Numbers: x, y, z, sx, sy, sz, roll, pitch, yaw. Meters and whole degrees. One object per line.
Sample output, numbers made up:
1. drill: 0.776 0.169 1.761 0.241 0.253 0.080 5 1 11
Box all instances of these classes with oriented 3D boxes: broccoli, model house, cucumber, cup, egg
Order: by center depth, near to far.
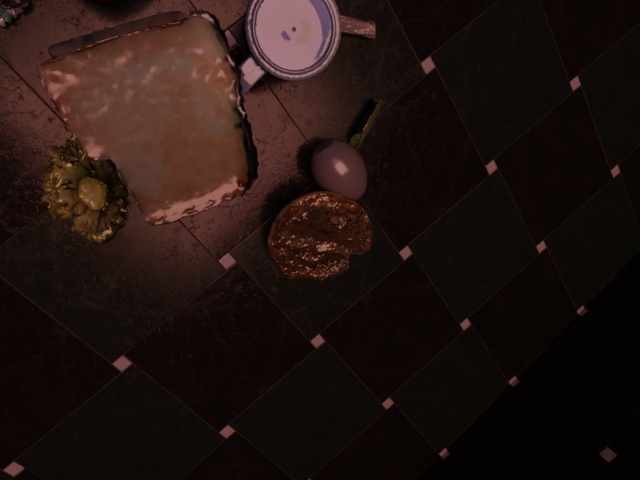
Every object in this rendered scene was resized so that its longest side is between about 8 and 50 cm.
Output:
1. model house: -0.409 -0.338 1.095 0.395 0.400 0.445 -27 126 -12
2. broccoli: -0.641 -0.132 1.135 0.248 0.245 0.288 -42 114 -11
3. cup: -0.119 -0.565 1.138 0.331 0.311 0.256 -15 115 -3
4. egg: 0.068 -0.229 1.394 0.176 0.176 0.232 -41 115 -4
5. cucumber: 0.154 -0.405 1.438 0.046 0.070 0.220 28 94 6

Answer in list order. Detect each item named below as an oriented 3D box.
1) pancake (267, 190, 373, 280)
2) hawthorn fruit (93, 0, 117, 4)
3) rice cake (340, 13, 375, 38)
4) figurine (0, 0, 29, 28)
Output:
1. pancake: 0.000 0.001 1.429 0.383 0.071 0.382 -7 132 -8
2. hawthorn fruit: -0.534 -0.730 0.968 0.268 0.301 0.267 2 81 -12
3. rice cake: 0.064 -0.699 1.326 0.270 0.049 0.055 2 124 -19
4. figurine: -0.796 -0.597 1.058 0.106 0.047 0.060 -45 73 4
